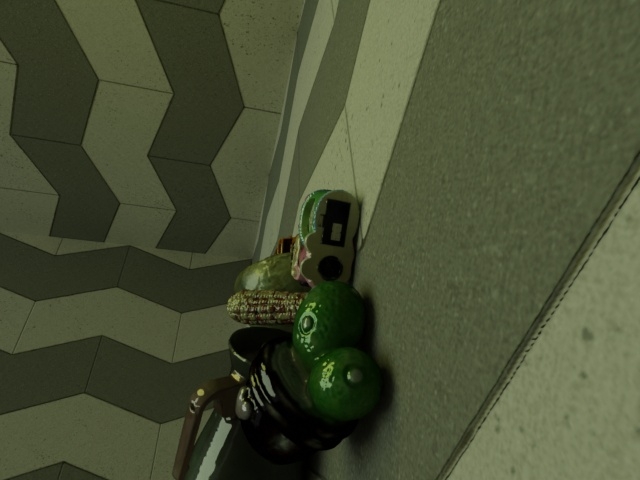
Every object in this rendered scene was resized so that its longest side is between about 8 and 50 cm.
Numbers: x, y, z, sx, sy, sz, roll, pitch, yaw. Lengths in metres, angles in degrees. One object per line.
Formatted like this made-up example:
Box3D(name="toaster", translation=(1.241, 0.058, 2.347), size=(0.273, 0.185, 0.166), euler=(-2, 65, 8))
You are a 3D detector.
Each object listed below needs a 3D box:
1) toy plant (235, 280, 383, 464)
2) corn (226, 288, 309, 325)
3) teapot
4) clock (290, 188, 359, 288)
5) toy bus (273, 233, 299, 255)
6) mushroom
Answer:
Box3D(name="toy plant", translation=(-0.007, 0.188, 0.611), size=(0.235, 0.175, 0.218), euler=(-51, 29, 14))
Box3D(name="corn", translation=(-0.087, 0.137, 0.884), size=(0.079, 0.236, 0.080), euler=(24, -117, -60))
Box3D(name="teapot", translation=(-0.141, 0.369, 0.836), size=(0.253, 0.300, 0.345), euler=(20, 99, 38))
Box3D(name="clock", translation=(0.000, 0.000, 0.810), size=(0.195, 0.100, 0.194), euler=(175, 106, -75))
Box3D(name="toy bus", translation=(-0.084, 0.045, 1.184), size=(0.194, 0.088, 0.084), euler=(125, 149, -64))
Box3D(name="mushroom", translation=(-0.123, 0.147, 1.048), size=(0.267, 0.163, 0.190), euler=(-32, 63, 54))
